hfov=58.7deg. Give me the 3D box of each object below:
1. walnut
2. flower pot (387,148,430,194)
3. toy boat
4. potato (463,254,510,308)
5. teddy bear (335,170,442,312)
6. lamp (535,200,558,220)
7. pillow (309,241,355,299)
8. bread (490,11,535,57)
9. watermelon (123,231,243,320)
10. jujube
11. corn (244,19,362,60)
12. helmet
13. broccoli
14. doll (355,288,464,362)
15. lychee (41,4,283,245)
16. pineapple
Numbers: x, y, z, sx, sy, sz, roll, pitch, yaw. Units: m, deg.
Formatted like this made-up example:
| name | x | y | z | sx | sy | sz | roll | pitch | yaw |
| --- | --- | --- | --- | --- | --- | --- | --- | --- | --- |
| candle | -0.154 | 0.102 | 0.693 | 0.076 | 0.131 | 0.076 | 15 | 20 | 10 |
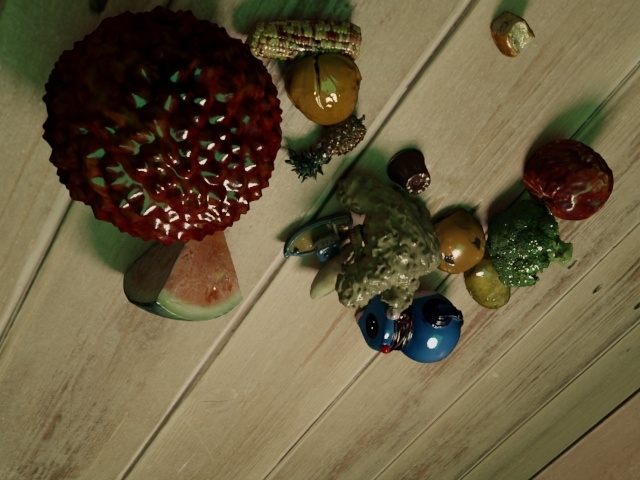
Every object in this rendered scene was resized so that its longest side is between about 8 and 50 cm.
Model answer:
| name | x | y | z | sx | sy | sz | roll | pitch | yaw |
| --- | --- | --- | --- | --- | --- | --- | --- | --- | --- |
| walnut | 0.017 | -0.311 | 1.241 | 0.167 | 0.087 | 0.211 | -20 | 157 | 11 |
| flower pot | 0.242 | -0.174 | 1.497 | 0.111 | 0.089 | 0.111 | -11 | 131 | -13 |
| toy boat | 0.000 | 0.000 | 1.537 | 0.215 | 0.102 | 0.088 | -19 | 130 | -5 |
| potato | 0.549 | 0.131 | 1.868 | 0.149 | 0.113 | 0.251 | -28 | 125 | 12 |
| teddy bear | 0.203 | 0.017 | 1.520 | 0.224 | 0.357 | 0.367 | -8 | 165 | 30 |
| lamp | 0.740 | -0.121 | 1.760 | 0.163 | 0.091 | 0.091 | -27 | 135 | -22 |
| pillow | 0.048 | 0.085 | 1.580 | 0.078 | 0.134 | 0.181 | 43 | 131 | -1 |
| bread | 0.443 | -0.481 | 1.328 | 0.070 | 0.083 | 0.077 | 32 | 111 | -35 |
| watermelon | -0.308 | 0.083 | 1.385 | 0.283 | 0.250 | 0.293 | 6 | 128 | -33 |
| jujube | 0.696 | -0.168 | 1.592 | 0.213 | 0.232 | 0.213 | -10 | 130 | -12 |
| corn | -0.034 | -0.417 | 1.186 | 0.253 | 0.086 | 0.086 | -4 | 129 | -17 |
| helmet | 0.412 | 0.024 | 1.708 | 0.198 | 0.130 | 0.224 | -28 | 134 | 6 |
| broccoli | 0.621 | 0.018 | 1.701 | 0.270 | 0.270 | 0.270 | 12 | 123 | -17 |
| doll | 0.297 | 0.268 | 1.802 | 0.310 | 0.240 | 0.284 | 2 | 150 | -23 |
| lychee | -0.267 | -0.205 | 1.059 | 0.424 | 0.424 | 0.500 | -43 | 174 | 15 |
| pineapple | 0.019 | -0.230 | 1.363 | 0.221 | 0.083 | 0.103 | -37 | 148 | 10 |
